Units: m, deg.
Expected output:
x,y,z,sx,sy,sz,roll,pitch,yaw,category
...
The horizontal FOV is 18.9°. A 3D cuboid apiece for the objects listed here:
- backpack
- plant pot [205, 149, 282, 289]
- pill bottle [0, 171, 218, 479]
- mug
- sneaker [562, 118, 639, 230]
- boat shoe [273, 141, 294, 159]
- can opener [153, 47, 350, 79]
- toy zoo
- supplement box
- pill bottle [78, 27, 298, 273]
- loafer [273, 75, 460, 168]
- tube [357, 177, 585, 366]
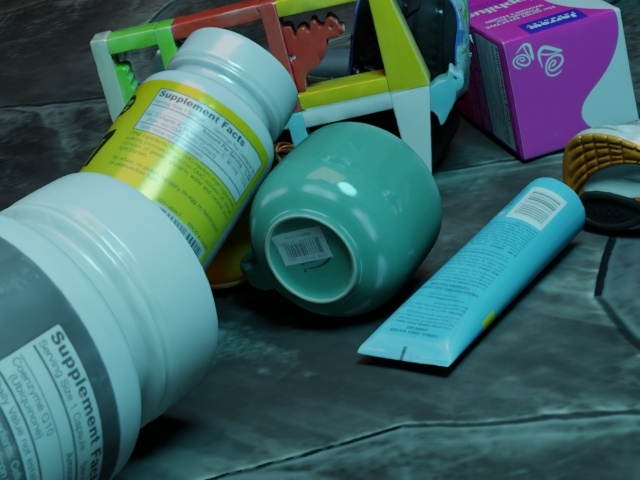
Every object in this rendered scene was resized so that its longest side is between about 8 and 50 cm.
x,y,z,sx,sy,sz,roll,pitch,yaw,category
0.078,-0.173,1.624,0.105,0.114,0.084,10,26,16,backpack
-0.079,-0.031,1.550,0.134,0.134,0.095,-11,1,10,plant pot
-0.243,0.107,1.188,0.204,0.204,0.361,5,29,41,pill bottle
0.009,0.001,1.415,0.129,0.158,0.097,28,38,10,mug
0.307,-0.059,1.396,0.121,0.099,0.262,-26,25,-37,sneaker
-0.059,-0.072,1.718,0.056,0.048,0.153,-29,26,-32,boat shoe
-0.044,-0.163,1.895,0.283,0.076,0.095,3,28,35,can opener
-0.025,-0.109,1.592,0.293,0.192,0.030,-12,21,9,toy zoo
0.183,-0.163,1.702,0.111,0.114,0.220,-17,23,-10,supplement box
-0.107,-0.049,1.411,0.119,0.119,0.208,6,53,41,pill bottle
0.035,-0.104,1.714,0.220,0.080,0.078,18,33,38,loafer
0.116,0.027,1.372,0.080,0.052,0.207,0,31,44,tube
